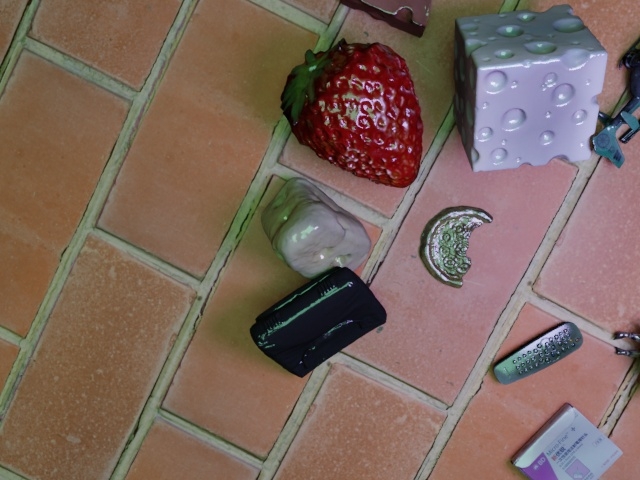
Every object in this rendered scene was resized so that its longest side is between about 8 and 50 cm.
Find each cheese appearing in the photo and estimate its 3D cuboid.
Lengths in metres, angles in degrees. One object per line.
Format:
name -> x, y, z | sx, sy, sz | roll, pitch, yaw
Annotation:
cheese -> 0.173, -0.528, 1.408 | 0.202, 0.128, 0.177 | -36, 92, 4
cheese -> -0.001, 0.002, 1.429 | 0.247, 0.251, 0.174 | 37, 97, -16

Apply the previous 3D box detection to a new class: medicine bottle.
medicine bottle -> 0.578, 0.509, 1.521 | 0.171, 0.052, 0.201 | 44, 94, -1

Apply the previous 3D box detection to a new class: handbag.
handbag -> -0.001, 0.186, 1.454 | 0.275, 0.244, 0.088 | -36, 48, 4

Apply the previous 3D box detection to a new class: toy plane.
toy plane -> 0.730, -0.343, 1.414 | 0.155, 0.106, 0.382 | 41, 91, -13

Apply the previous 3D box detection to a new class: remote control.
remote control -> 0.507, 0.265, 1.506 | 0.221, 0.042, 0.072 | -30, 93, 4

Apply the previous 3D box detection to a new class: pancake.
pancake -> 0.324, 0.016, 1.504 | 0.184, 0.020, 0.191 | -13, 95, 3

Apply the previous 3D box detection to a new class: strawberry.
strawberry -> 0.093, -0.279, 1.373 | 0.309, 0.291, 0.292 | 18, 97, -25

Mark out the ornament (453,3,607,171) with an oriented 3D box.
ornament -> 0.410, -0.311, 1.315 | 0.239, 0.239, 0.240 | -6, 131, 4

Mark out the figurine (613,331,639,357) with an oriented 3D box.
figurine -> 0.821, 0.264, 1.433 | 0.264, 0.197, 0.175 | -12, 131, 1
